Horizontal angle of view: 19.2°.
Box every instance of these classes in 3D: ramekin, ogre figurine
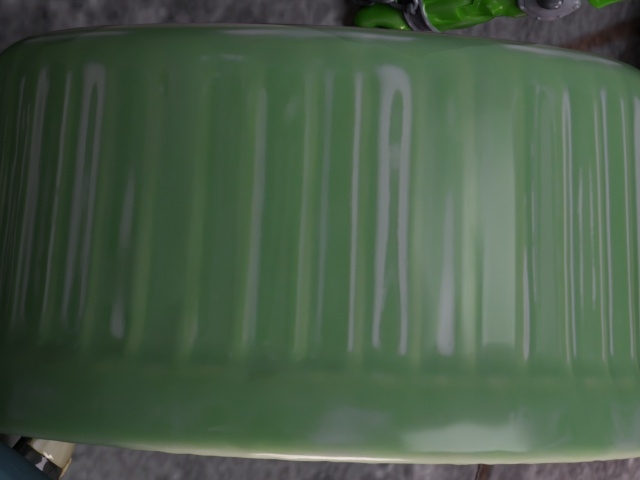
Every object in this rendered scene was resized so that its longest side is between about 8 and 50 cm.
[{"bbox_3d":[0.000,0.000,0.771,0.303,0.303,0.148,3,90,-44],"label":"ramekin"},{"bbox_3d":[0.116,-0.164,0.963,0.197,0.118,0.096,-26,116,-38],"label":"ogre figurine"}]

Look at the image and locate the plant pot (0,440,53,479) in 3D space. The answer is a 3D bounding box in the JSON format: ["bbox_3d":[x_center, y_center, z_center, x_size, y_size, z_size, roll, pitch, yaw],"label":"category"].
[{"bbox_3d":[-0.171,0.186,0.690,0.195,0.290,0.290,7,95,-78],"label":"plant pot"}]

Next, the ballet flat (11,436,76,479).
[{"bbox_3d":[-0.144,0.152,0.823,0.049,0.057,0.173,26,87,-1],"label":"ballet flat"}]
